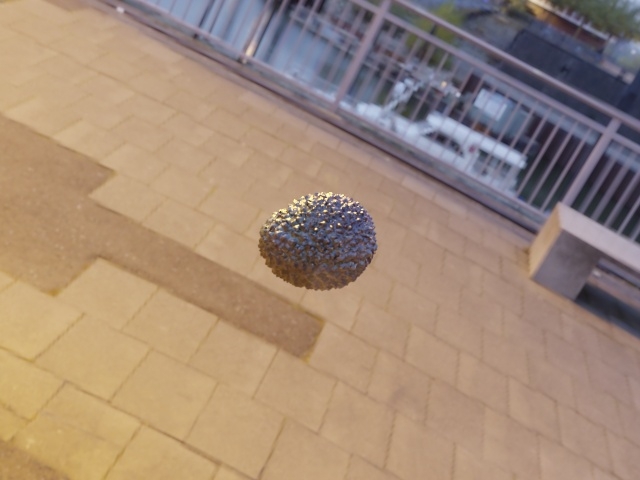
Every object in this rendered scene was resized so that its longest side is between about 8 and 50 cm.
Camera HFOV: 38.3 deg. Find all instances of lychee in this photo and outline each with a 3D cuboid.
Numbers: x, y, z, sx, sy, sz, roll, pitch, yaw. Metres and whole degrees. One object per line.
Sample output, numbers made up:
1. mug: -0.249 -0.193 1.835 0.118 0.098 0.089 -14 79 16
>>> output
1. lychee: 0.000 0.000 0.604 0.083 0.067 0.068 -10 33 -31
